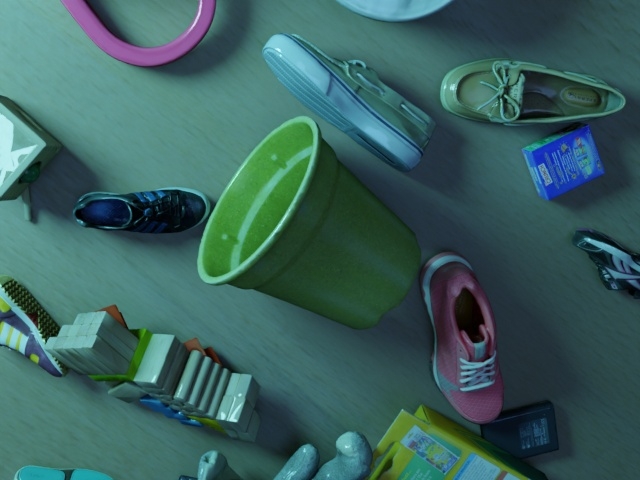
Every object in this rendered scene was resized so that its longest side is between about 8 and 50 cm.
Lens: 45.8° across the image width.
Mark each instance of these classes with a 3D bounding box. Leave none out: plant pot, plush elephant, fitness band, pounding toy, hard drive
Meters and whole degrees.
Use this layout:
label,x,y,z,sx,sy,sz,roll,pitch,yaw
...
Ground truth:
label,x,y,z,sx,sy,sz,roll,pitch,yaw
plant pot,0.000,0.000,1.128,0.254,0.276,0.276,33,96,-26
plush elephant,-0.078,0.450,1.175,0.330,0.271,0.255,-31,142,30
fitness band,-0.278,-0.392,1.088,0.209,0.054,0.290,-35,104,3
pounding toy,-0.456,-0.118,1.109,0.141,0.100,0.130,42,93,-4
hard drive,0.357,0.349,1.364,0.135,0.022,0.094,-12,104,-6

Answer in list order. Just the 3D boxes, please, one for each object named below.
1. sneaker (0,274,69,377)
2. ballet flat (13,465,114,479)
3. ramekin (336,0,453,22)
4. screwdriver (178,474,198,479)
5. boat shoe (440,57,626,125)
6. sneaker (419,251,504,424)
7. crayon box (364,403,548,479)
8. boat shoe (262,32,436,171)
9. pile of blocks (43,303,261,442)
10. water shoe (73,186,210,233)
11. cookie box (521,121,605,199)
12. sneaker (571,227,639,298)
label,x,y,z,sx,sy,sz,roll,pitch,yaw
sneaker,-0.467,0.146,1.178,0.084,0.069,0.185,-32,99,9
ballet flat,-0.419,0.407,1.255,0.168,0.057,0.052,14,128,-8
ramekin,0.096,-0.449,1.089,0.273,0.127,0.272,-2,102,-8
screwdriver,-0.166,0.435,1.312,0.170,0.025,0.024,21,98,-21
boat shoe,0.334,-0.234,1.192,0.286,0.089,0.104,-1,103,-8
sneaker,0.240,0.181,1.249,0.116,0.136,0.313,-18,105,-3
crayon box,0.217,0.429,1.317,0.323,0.083,0.203,31,100,-9
boat shoe,0.047,-0.224,1.158,0.302,0.109,0.094,36,80,-23
pile of blocks,-0.247,0.203,1.213,0.362,0.149,0.112,34,53,-23
water shoe,-0.270,-0.038,1.152,0.203,0.080,0.072,-4,104,-8
cookie box,0.400,-0.131,1.251,0.107,0.040,0.091,-25,105,-3
sneaker,0.502,0.047,1.295,0.178,0.072,0.077,28,108,-8
